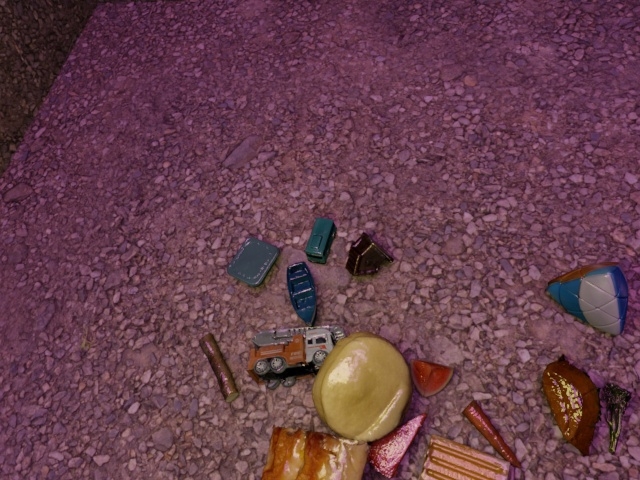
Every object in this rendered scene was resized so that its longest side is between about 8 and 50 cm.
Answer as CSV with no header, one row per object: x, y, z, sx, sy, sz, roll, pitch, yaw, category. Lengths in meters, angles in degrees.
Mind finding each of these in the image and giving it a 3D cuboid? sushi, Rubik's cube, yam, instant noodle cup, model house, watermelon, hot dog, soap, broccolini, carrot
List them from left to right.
-0.357,0.444,1.755,0.061,0.061,0.252,-31,62,-4,yam
-0.250,0.087,1.908,0.157,0.070,0.179,23,71,23,instant noodle cup
-0.033,0.742,1.414,0.367,0.196,0.365,-14,52,45,hot dog
0.156,0.060,1.827,0.152,0.106,0.165,-44,27,2,model house
0.359,0.419,1.591,0.136,0.094,0.125,-16,55,0,watermelon
0.419,0.675,1.458,0.232,0.073,0.140,15,69,19,soap
0.517,0.590,1.500,0.057,0.057,0.224,-36,67,-7,carrot
0.753,0.469,1.460,0.149,0.140,0.287,-38,54,35,sushi
0.905,0.175,1.584,0.255,0.254,0.254,-5,63,10,Rubik's cube
0.851,0.515,1.452,0.058,0.074,0.201,21,71,3,broccolini

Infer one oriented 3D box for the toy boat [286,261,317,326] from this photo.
-0.059,0.195,1.763,0.096,0.061,0.299,-16,40,0,toy boat

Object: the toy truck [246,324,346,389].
-0.069,0.375,1.689,0.339,0.133,0.184,-11,49,9,toy truck

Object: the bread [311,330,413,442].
0.131,0.442,1.516,0.321,0.237,0.320,3,77,-12,bread

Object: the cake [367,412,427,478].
0.226,0.602,1.530,0.117,0.086,0.220,27,73,21,cake

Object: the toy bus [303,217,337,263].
0.000,0.000,1.884,0.079,0.091,0.160,11,67,19,toy bus
